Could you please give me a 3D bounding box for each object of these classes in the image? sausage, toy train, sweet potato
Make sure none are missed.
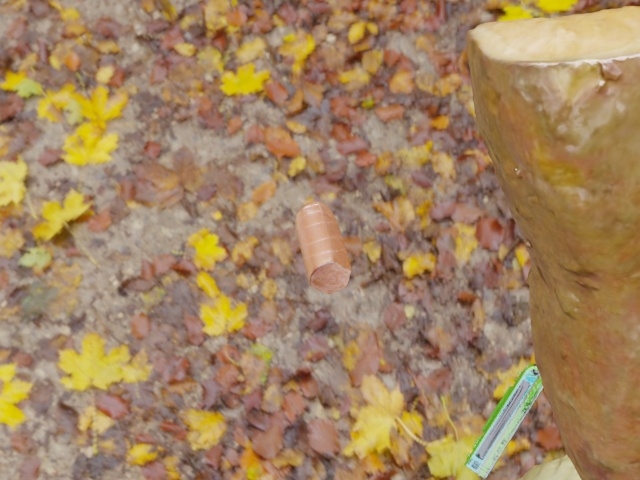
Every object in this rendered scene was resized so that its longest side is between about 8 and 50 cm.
[{"bbox_3d":[0.000,-0.001,1.312,0.065,0.065,0.169,-19,41,2],"label":"sausage"},{"bbox_3d":[0.276,0.243,1.317,0.042,0.044,0.209,32,86,15],"label":"toy train"},{"bbox_3d":[0.171,0.036,0.469,0.131,0.336,0.131,-16,24,7],"label":"sweet potato"}]

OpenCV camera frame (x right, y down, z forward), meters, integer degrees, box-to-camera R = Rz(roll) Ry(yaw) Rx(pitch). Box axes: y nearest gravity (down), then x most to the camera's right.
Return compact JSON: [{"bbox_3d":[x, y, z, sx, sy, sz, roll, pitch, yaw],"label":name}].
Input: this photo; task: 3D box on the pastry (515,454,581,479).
[{"bbox_3d":[0.431,0.502,1.372,0.389,0.313,0.388,-1,88,37],"label":"pastry"}]
